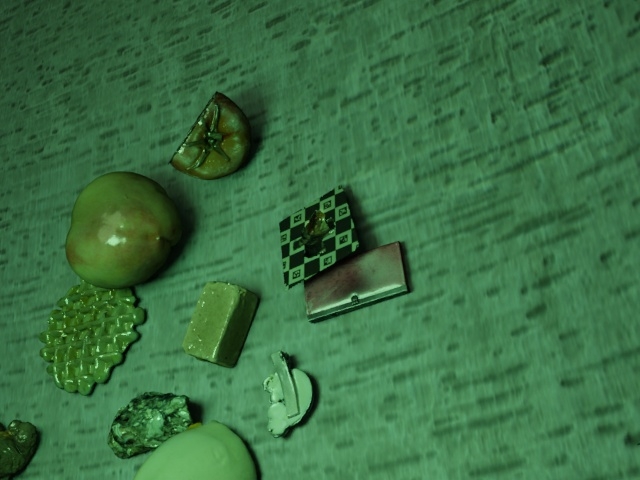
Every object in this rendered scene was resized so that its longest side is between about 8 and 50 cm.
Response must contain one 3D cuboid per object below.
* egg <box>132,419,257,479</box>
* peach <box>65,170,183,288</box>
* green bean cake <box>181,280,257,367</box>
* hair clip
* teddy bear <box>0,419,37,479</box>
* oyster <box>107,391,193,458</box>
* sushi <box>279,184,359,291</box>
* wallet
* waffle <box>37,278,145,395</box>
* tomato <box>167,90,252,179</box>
[{"bbox_3d":[-0.273,0.499,1.690,0.264,0.174,0.286,31,83,35],"label":"egg"},{"bbox_3d":[-0.473,-0.024,2.019,0.292,0.247,0.292,-33,34,26],"label":"peach"},{"bbox_3d":[-0.222,0.184,1.866,0.109,0.085,0.179,11,75,37],"label":"green bean cake"},{"bbox_3d":[-0.067,0.310,1.730,0.116,0.049,0.172,-29,57,24],"label":"hair clip"},{"bbox_3d":[-0.798,0.499,2.053,0.190,0.177,0.140,23,121,37],"label":"teddy bear"},{"bbox_3d":[-0.381,0.410,1.876,0.252,0.087,0.199,15,76,49],"label":"oyster"},{"bbox_3d":[0.000,0.000,1.834,0.192,0.040,0.210,-31,42,19],"label":"sushi"},{"bbox_3d":[0.071,0.086,1.764,0.232,0.025,0.119,-20,57,23],"label":"wallet"},{"bbox_3d":[-0.573,0.222,2.091,0.309,0.056,0.292,-48,51,2],"label":"waffle"},{"bbox_3d":[-0.249,-0.235,2.039,0.214,0.155,0.181,-56,16,5],"label":"tomato"}]
